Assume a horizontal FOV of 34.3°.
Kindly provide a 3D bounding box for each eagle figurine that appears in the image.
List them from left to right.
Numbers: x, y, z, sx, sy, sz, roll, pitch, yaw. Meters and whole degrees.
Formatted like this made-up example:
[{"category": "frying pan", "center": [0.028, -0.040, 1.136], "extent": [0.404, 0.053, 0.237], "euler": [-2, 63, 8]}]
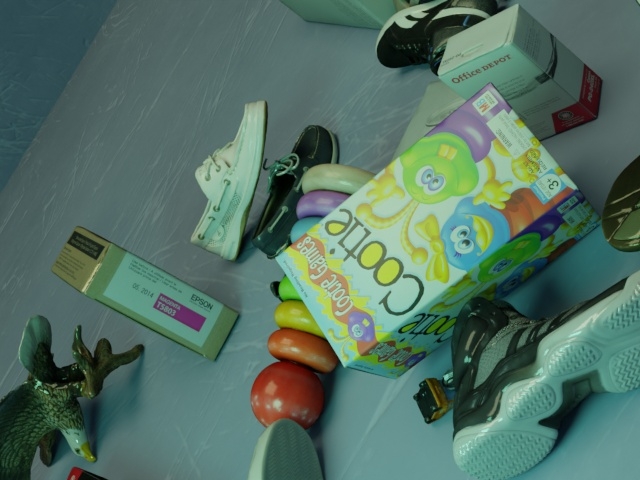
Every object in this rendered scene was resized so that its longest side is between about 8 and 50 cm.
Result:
[{"category": "eagle figurine", "center": [-0.450, 0.286, 1.689], "extent": [0.298, 0.226, 0.225], "euler": [-37, 54, 23]}]

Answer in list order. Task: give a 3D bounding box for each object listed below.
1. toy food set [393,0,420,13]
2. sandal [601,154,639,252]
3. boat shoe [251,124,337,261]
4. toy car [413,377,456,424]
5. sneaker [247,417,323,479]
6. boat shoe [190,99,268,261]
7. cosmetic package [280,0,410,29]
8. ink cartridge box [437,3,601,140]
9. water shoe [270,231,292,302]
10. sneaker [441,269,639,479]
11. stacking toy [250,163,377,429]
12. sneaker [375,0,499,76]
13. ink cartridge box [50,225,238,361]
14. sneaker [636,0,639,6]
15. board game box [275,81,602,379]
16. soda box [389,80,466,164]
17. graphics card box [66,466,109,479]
[{"category": "toy food set", "center": [0.207, -0.468, 1.496], "extent": [0.306, 0.092, 0.220], "euler": [-59, -4, -1]}, {"category": "sandal", "center": [0.335, -0.066, 0.971], "extent": [0.090, 0.060, 0.219], "euler": [-12, 36, 45]}, {"category": "boat shoe", "center": [-0.044, -0.080, 1.544], "extent": [0.095, 0.079, 0.254], "euler": [-24, 40, 50]}, {"category": "toy car", "center": [0.138, 0.186, 1.049], "extent": [0.040, 0.060, 0.122], "euler": [-17, 45, -17]}, {"category": "sneaker", "center": [-0.085, 0.346, 1.135], "extent": [0.169, 0.108, 0.292], "euler": [-33, 37, 32]}, {"category": "boat shoe", "center": [-0.144, -0.092, 1.577], "extent": [0.098, 0.096, 0.277], "euler": [-84, 9, -59]}, {"category": "cosmetic package", "center": [0.012, -0.475, 1.747], "extent": [0.155, 0.197, 0.365], "euler": [-57, 29, 0]}, {"category": "ink cartridge box", "center": [0.223, -0.182, 1.158], "extent": [0.109, 0.150, 0.063], "euler": [-19, 45, 48]}, {"category": "water shoe", "center": [0.000, 0.000, 1.390], "extent": [0.073, 0.080, 0.203], "euler": [-12, 51, 52]}, {"category": "sneaker", "center": [0.208, 0.088, 0.950], "extent": [0.268, 0.101, 0.153], "euler": [-47, 32, 22]}, {"category": "stacking toy", "center": [0.002, 0.079, 1.278], "extent": [0.141, 0.141, 0.330], "euler": [-6, 63, 55]}, {"category": "sneaker", "center": [0.148, -0.268, 1.440], "extent": [0.217, 0.079, 0.121], "euler": [-23, 43, 45]}, {"category": "ink cartridge box", "center": [-0.266, 0.078, 1.560], "extent": [0.193, 0.234, 0.088], "euler": [16, 75, 60]}, {"category": "sneaker", "center": [0.381, -0.350, 1.152], "extent": [0.123, 0.106, 0.290], "euler": [-36, 45, 26]}, {"category": "board game box", "center": [0.120, -0.001, 1.043], "extent": [0.275, 0.142, 0.144], "euler": [-40, 65, 12]}, {"category": "soda box", "center": [0.130, -0.052, 1.230], "extent": [0.098, 0.091, 0.286], "euler": [5, 65, 58]}, {"category": "graphics card box", "center": [-0.276, 0.444, 1.346], "extent": [0.371, 0.094, 0.233], "euler": [-3, 57, 57]}]
